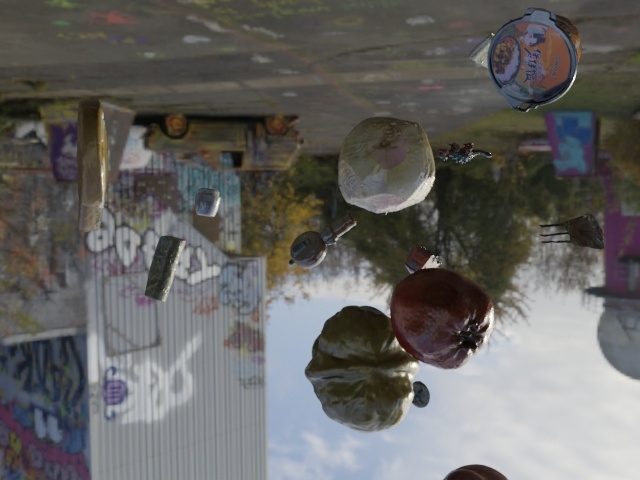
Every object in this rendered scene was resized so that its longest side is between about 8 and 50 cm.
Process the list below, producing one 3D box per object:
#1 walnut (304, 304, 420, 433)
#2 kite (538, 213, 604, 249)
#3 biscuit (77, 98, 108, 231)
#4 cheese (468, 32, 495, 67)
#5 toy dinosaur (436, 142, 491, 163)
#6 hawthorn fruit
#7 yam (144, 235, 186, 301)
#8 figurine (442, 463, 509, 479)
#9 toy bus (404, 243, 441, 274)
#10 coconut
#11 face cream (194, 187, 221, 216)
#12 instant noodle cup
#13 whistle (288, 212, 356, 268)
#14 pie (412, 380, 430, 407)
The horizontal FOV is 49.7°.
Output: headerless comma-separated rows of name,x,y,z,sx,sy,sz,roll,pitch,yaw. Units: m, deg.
walnut,0.100,0.299,1.621,0.253,0.281,0.277,23,166,-2
kite,0.779,-0.029,2.162,0.230,0.127,0.016,0,152,-14
biscuit,-0.488,-0.157,1.482,0.057,0.287,0.344,0,-169,-21
cheese,0.552,-0.472,1.905,0.400,0.034,0.085,12,133,-41
toy dinosaur,0.376,-0.229,1.810,0.154,0.055,0.049,1,180,-10
hawthorn fruit,0.231,0.147,1.417,0.205,0.205,0.253,-3,-163,-27
yam,-0.396,0.068,1.745,0.068,0.169,0.068,20,-178,-1
figurine,0.395,0.668,1.680,0.261,0.269,0.211,35,-161,15
toy bus,0.313,0.077,2.114,0.074,0.096,0.235,37,175,20
coconut,0.192,-0.223,2.038,0.298,0.297,0.254,-1,173,-4
face cream,-0.401,-0.135,2.451,0.091,0.094,0.091,8,176,1
instant noodle cup,0.439,-0.371,1.371,0.178,0.208,0.125,37,-131,15
whistle,0.000,0.000,1.884,0.220,0.107,0.057,-34,136,10
pie,0.297,0.464,2.085,0.084,0.084,0.021,3,-172,43
